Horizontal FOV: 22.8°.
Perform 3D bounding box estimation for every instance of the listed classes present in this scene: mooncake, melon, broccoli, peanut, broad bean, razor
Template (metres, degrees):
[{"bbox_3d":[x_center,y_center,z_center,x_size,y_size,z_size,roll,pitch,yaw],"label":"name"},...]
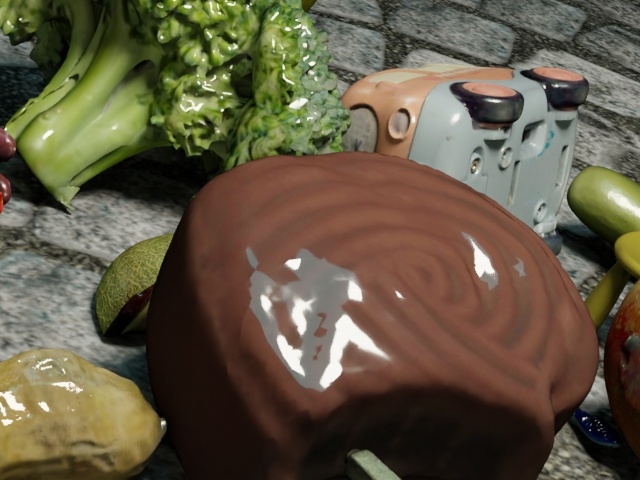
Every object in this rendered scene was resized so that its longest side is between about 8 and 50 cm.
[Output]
[{"bbox_3d":[0.033,0.075,1.166,0.326,0.174,0.334,31,37,1],"label":"mooncake"},{"bbox_3d":[-0.117,0.027,1.327,0.160,0.079,0.128,-3,33,-34],"label":"melon"},{"bbox_3d":[-0.150,-0.179,1.506,0.317,0.338,0.277,-10,1,-7],"label":"broccoli"},{"bbox_3d":[-0.207,0.125,1.074,0.214,0.099,0.099,-6,33,-28],"label":"peanut"},{"bbox_3d":[0.341,-0.016,1.653,0.174,0.082,0.124,41,5,17],"label":"broad bean"},{"bbox_3d":[0.219,0.139,1.361,0.044,0.028,0.154,4,27,-22],"label":"razor"}]

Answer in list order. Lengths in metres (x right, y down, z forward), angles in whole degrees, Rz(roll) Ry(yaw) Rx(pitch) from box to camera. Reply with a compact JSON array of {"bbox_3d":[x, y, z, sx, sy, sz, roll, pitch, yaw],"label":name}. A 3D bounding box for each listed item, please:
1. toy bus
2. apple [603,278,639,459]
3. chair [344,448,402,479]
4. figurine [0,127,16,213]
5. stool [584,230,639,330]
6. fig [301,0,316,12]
[{"bbox_3d":[0.124,-0.090,1.591,0.232,0.194,0.288,24,26,33],"label":"toy bus"},{"bbox_3d":[0.336,0.108,1.284,0.207,0.174,0.188,-19,37,5],"label":"apple"},{"bbox_3d":[0.045,0.257,0.895,0.147,0.136,0.270,-10,38,-42],"label":"chair"},{"bbox_3d":[-0.318,-0.030,1.291,0.185,0.127,0.234,9,15,-32],"label":"figurine"},{"bbox_3d":[0.311,0.063,1.474,0.135,0.110,0.134,17,27,0],"label":"stool"},{"bbox_3d":[-0.117,-0.412,1.940,0.316,0.316,0.316,13,26,-7],"label":"fig"}]
